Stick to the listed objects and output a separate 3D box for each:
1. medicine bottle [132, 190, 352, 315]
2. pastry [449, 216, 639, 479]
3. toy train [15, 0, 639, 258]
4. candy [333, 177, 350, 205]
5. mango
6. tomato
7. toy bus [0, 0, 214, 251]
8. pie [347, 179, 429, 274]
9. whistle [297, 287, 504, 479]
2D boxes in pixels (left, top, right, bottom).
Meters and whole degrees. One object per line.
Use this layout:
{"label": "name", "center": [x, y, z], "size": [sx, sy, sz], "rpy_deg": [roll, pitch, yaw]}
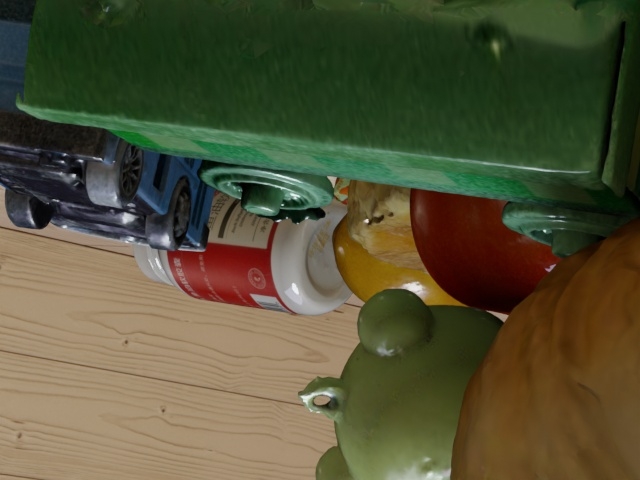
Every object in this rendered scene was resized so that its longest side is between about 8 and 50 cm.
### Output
{"label": "medicine bottle", "center": [-0.081, 0.006, 1.655], "size": [0.250, 0.131, 0.131], "rpy_deg": [7, 174, 40]}
{"label": "pastry", "center": [0.250, 0.077, 0.601], "size": [0.409, 0.245, 0.409], "rpy_deg": [-21, 165, -6]}
{"label": "toy train", "center": [0.031, -0.073, 0.674], "size": [0.301, 0.120, 0.202], "rpy_deg": [9, 171, 25]}
{"label": "candy", "center": [0.087, -0.051, 1.252], "size": [0.184, 0.049, 0.055], "rpy_deg": [-5, -163, 40]}
{"label": "mango", "center": [0.087, 0.011, 1.450], "size": [0.151, 0.120, 0.221], "rpy_deg": [14, -179, -3]}
{"label": "tomato", "center": [0.146, -0.023, 0.853], "size": [0.195, 0.136, 0.195], "rpy_deg": [8, 174, 1]}
{"label": "toy bus", "center": [-0.130, -0.074, 0.886], "size": [0.116, 0.133, 0.234], "rpy_deg": [8, 169, 11]}
{"label": "pie", "center": [0.178, -0.015, 1.118], "size": [0.339, 0.083, 0.339], "rpy_deg": [8, 171, 1]}
{"label": "whistle", "center": [0.125, 0.099, 0.837], "size": [0.288, 0.131, 0.106], "rpy_deg": [7, -157, -17]}
